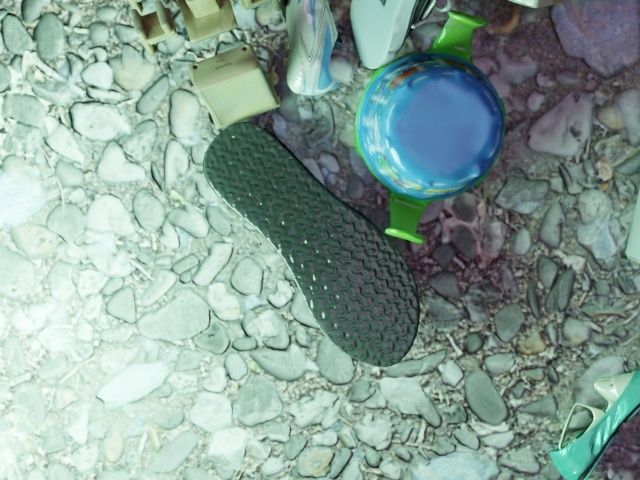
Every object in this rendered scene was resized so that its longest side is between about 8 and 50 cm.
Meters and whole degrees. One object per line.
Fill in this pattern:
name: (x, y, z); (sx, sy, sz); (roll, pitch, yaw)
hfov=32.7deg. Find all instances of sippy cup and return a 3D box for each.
sippy cup: (0.169, -0.165, 1.600); (0.240, 0.224, 0.306); (-19, 97, 3)

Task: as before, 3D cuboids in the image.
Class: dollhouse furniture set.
dollhouse furniture set: (-0.159, -0.317, 1.650); (0.212, 0.161, 0.242); (-19, 74, 2)

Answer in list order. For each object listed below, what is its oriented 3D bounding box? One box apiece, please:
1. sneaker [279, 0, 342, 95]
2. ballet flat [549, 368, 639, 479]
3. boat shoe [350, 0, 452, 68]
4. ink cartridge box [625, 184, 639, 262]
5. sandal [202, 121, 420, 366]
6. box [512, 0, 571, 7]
sneaker: (-0.011, -0.339, 1.659); (0.086, 0.085, 0.237); (-3, 94, -26)
ballet flat: (0.451, 0.271, 1.725); (0.087, 0.083, 0.247); (39, 94, 10)
boat shoe: (0.125, -0.360, 1.566); (0.104, 0.306, 0.113); (-20, 66, -21)
ink cartridge box: (0.650, -0.048, 1.658); (0.307, 0.129, 0.223); (10, 96, -1)
sandal: (0.001, -0.003, 1.693); (0.167, 0.107, 0.446); (-40, 83, 6)
box: (0.324, -0.498, 1.536); (0.121, 0.148, 0.311); (28, 123, 32)
